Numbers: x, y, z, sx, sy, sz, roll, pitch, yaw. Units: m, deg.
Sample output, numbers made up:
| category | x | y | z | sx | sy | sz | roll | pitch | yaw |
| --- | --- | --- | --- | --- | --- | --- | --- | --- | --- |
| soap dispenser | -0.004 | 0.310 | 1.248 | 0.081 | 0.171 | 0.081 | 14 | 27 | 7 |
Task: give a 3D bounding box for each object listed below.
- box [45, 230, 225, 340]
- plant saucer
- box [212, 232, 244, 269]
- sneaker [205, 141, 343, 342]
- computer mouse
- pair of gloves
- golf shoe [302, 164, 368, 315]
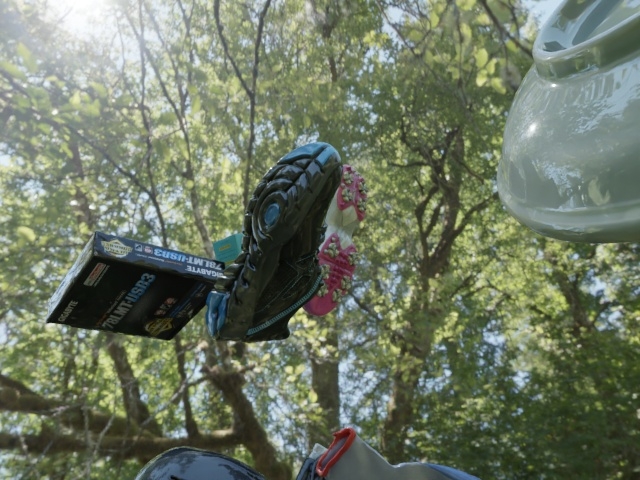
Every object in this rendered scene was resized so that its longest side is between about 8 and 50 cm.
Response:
| category | x | y | z | sx | sy | sz | roll | pitch | yaw |
| --- | --- | --- | --- | --- | --- | --- | --- | --- | --- |
| box | -0.413 | 0.118 | 1.071 | 0.294 | 0.073 | 0.295 | 18 | -47 | -39 |
| plant saucer | 0.276 | -0.177 | 0.342 | 0.100 | 0.400 | 0.400 | 43 | -57 | -13 |
| box | -0.189 | 0.111 | 1.144 | 0.101 | 0.244 | 0.060 | -19 | -9 | 42 |
| sneaker | -0.051 | 0.012 | 0.724 | 0.140 | 0.125 | 0.340 | 18 | -68 | -35 |
| computer mouse | -0.127 | 0.300 | 0.552 | 0.273 | 0.188 | 0.072 | -2 | -58 | 27 |
| pair of gloves | 0.037 | 0.237 | 0.374 | 0.159 | 0.023 | 0.198 | 34 | -73 | -7 |
| golf shoe | 0.000 | 0.000 | 0.912 | 0.140 | 0.306 | 0.115 | -5 | -33 | 36 |
